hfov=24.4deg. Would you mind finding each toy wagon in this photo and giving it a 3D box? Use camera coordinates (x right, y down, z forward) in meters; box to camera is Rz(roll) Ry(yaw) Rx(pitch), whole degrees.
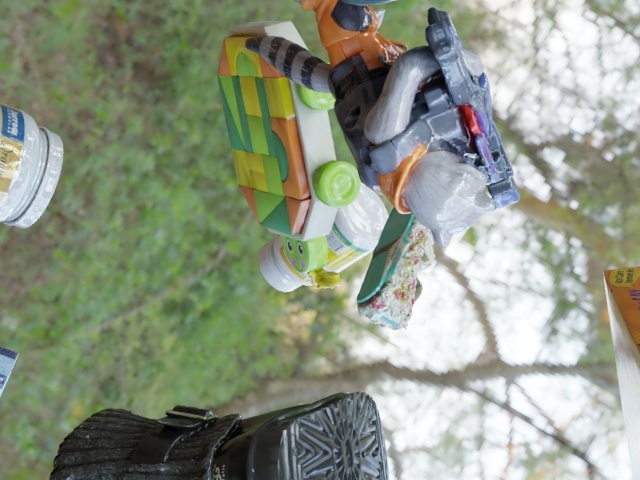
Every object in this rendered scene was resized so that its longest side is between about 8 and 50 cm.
[{"bbox_3d":[-0.041,-0.099,1.832,0.267,0.068,0.344,17,-61,63],"label":"toy wagon"}]

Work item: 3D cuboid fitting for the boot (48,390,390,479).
[{"bbox_3d":[-0.092,0.230,1.537,0.348,0.260,0.131,16,68,-65],"label":"boot"}]

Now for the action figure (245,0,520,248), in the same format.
[{"bbox_3d":[0.073,-0.119,1.447,0.179,0.330,0.341,-31,144,2],"label":"action figure"}]

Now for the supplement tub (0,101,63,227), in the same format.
[{"bbox_3d":[-0.415,-0.102,1.711,0.144,0.200,0.144,-32,-132,44],"label":"supplement tub"}]

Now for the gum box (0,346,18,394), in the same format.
[{"bbox_3d":[-0.455,0.169,1.725,0.041,0.157,0.184,-78,-164,-47],"label":"gum box"}]

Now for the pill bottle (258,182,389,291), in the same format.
[{"bbox_3d":[0.000,0.000,2.320,0.208,0.117,0.117,-34,-160,38],"label":"pill bottle"}]

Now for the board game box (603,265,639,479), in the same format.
[{"bbox_3d":[0.524,0.217,1.587,0.356,0.356,0.356,-75,154,-75],"label":"board game box"}]

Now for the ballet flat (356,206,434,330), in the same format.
[{"bbox_3d":[0.108,0.031,1.947,0.091,0.077,0.241,-32,-157,41],"label":"ballet flat"}]

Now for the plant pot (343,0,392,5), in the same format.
[{"bbox_3d":[0.050,-0.434,1.231,0.341,0.334,0.341,-32,-153,19],"label":"plant pot"}]
